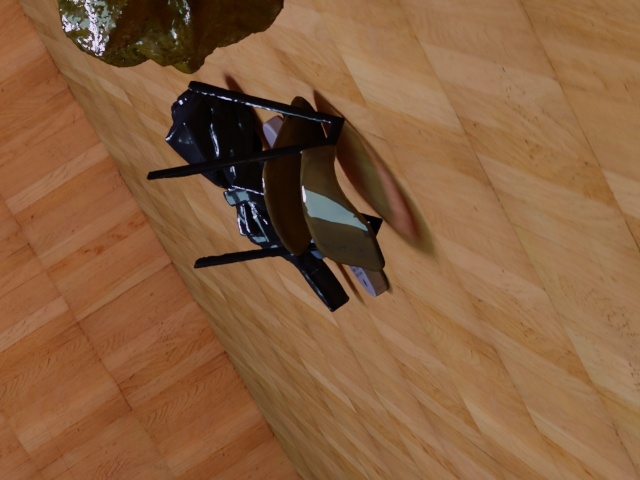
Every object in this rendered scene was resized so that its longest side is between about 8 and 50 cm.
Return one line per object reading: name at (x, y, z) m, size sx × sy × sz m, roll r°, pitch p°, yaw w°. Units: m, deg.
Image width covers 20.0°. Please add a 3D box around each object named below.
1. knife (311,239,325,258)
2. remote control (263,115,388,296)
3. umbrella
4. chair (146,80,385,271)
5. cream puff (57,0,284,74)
knife at (0.001, 0.002, 2.159) m, size 0.058 × 0.032 × 0.244 m, roll 58°, pitch 178°, yaw -3°
remote control at (0.005, -0.040, 2.138) m, size 0.245 × 0.022 × 0.077 m, roll 57°, pitch 172°, yaw 1°
umbrella at (-0.072, -0.051, 2.294) m, size 0.340 × 0.118 × 0.118 m, roll 53°, pitch 171°, yaw -10°
chair at (-0.031, -0.055, 1.911) m, size 0.247 × 0.172 × 0.159 m, roll 2°, pitch 139°, yaw 23°
cream puff at (-0.130, -0.261, 1.509) m, size 0.244 × 0.196 × 0.244 m, roll 36°, pitch -141°, yaw -37°
